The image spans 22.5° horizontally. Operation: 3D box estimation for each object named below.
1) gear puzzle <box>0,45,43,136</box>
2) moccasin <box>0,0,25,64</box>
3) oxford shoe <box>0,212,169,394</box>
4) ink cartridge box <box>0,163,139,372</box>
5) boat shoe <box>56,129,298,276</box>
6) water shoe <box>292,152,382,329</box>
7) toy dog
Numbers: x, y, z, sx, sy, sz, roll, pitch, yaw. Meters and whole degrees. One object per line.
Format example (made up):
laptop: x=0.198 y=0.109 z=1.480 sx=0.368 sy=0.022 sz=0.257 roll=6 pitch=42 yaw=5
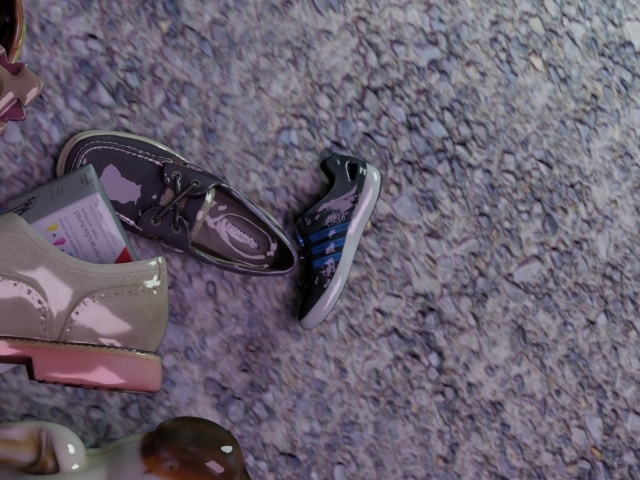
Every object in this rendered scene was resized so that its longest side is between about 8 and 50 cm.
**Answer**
gear puzzle: x=-0.425 y=-0.179 z=1.462 sx=0.339 sy=0.044 sz=0.175 roll=40 pitch=77 yaw=9
moccasin: x=-0.389 y=-0.078 z=1.525 sx=0.139 sy=0.147 sz=0.380 roll=37 pitch=78 yaw=-29
oxford shoe: x=-0.329 y=0.042 z=1.462 sx=0.396 sy=0.140 sz=0.147 roll=12 pitch=82 yaw=-21
ink cartridge box: x=-0.275 y=0.028 z=1.592 sx=0.176 sy=0.127 sz=0.128 roll=-26 pitch=110 yaw=-3
boat shoe: x=-0.142 y=-0.035 z=1.709 sx=0.285 sy=0.092 sz=0.103 roll=29 pitch=83 yaw=-30
water shoe: x=0.000 y=0.000 z=1.824 sx=0.080 sy=0.073 sz=0.203 roll=23 pitch=80 yaw=-9
toy dog: x=-0.252 y=0.295 z=1.529 sx=0.407 sy=0.395 sz=0.285 roll=-13 pitch=94 yaw=-20
